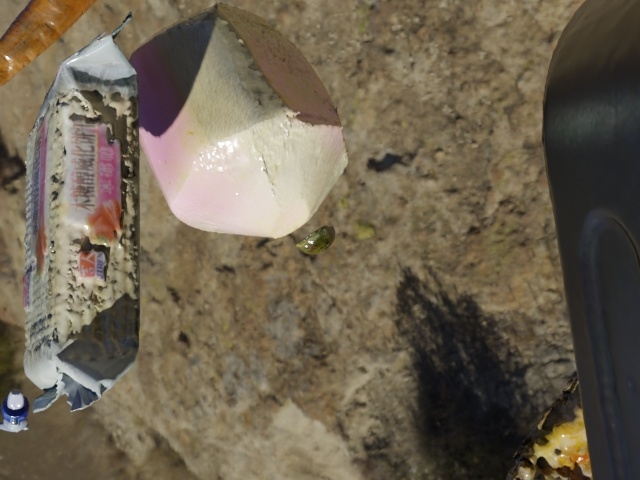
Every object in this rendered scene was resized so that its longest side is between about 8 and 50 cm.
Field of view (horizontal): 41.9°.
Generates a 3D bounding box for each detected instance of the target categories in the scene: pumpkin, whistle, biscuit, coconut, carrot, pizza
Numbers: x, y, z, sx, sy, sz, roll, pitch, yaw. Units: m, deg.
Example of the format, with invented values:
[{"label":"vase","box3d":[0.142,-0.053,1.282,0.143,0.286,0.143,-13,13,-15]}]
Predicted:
[{"label":"pumpkin","box3d":[0.000,0.001,1.131,0.050,0.083,0.028,-34,87,18]},{"label":"whistle","box3d":[-0.326,0.181,0.888,0.083,0.033,0.029,114,151,-45]},{"label":"biscuit","box3d":[-0.202,-0.014,0.702,0.186,0.079,0.309,-19,71,57]},{"label":"coconut","box3d":[-0.084,-0.118,0.944,0.245,0.233,0.233,61,146,15]},{"label":"carrot","box3d":[-0.297,-0.238,0.897,0.061,0.209,0.061,32,164,10]},{"label":"pizza","box3d":[0.532,0.295,1.242,0.435,0.392,0.080,-57,13,12]}]

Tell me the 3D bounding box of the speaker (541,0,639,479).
[{"label":"speaker","box3d":[0.154,0.063,0.334,0.180,0.184,0.388,-176,77,-80]}]
